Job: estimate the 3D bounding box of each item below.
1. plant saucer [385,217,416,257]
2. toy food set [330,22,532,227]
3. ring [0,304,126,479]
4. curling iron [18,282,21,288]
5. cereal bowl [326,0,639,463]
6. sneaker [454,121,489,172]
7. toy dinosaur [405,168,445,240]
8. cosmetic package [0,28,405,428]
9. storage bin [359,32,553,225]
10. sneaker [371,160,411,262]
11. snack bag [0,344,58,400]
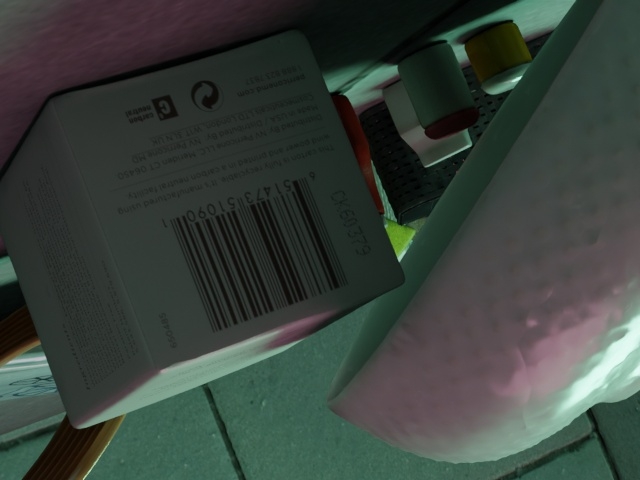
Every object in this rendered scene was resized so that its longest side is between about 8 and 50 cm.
[{"bbox_3d":[-0.047,0.019,1.276,0.188,0.045,0.188,20,146,-40],"label":"plant saucer"},{"bbox_3d":[0.051,-0.055,1.064,0.232,0.104,0.111,-26,173,30],"label":"toy food set"},{"bbox_3d":[-0.241,0.139,1.010,0.336,0.032,0.336,-35,-155,19],"label":"ring"},{"bbox_3d":[-0.194,0.024,1.218,0.068,0.035,0.274,-18,173,-3],"label":"curling iron"},{"bbox_3d":[0.149,-0.012,0.857,0.339,0.141,0.339,-56,180,0],"label":"cereal bowl"},{"bbox_3d":[0.165,-0.101,1.293,0.170,0.075,0.063,-3,149,4],"label":"sneaker"},{"bbox_3d":[0.143,-0.038,1.531,0.160,0.121,0.313,-21,179,-5],"label":"toy dinosaur"},{"bbox_3d":[-0.076,-0.001,0.848,0.151,0.151,0.183,-19,173,-27],"label":"cosmetic package"},{"bbox_3d":[0.129,-0.086,1.187,0.180,0.084,0.122,-22,174,0],"label":"storage bin"},{"bbox_3d":[0.000,0.001,1.435,0.161,0.102,0.282,-19,174,1],"label":"sneaker"},{"bbox_3d":[-0.273,0.115,1.386,0.323,0.037,0.342,-5,171,-25],"label":"snack bag"}]
